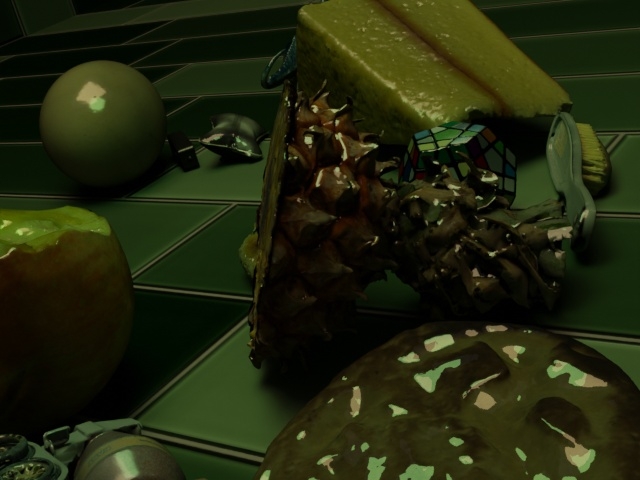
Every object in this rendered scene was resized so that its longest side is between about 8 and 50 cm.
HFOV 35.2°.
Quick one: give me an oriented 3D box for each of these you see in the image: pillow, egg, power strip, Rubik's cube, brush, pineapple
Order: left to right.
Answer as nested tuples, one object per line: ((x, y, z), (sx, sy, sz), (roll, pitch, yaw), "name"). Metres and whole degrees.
((-0.321, -0.175, 1.504), (0.185, 0.186, 0.242), (-14, 14, 1), "egg")
((-0.211, -0.138, 1.541), (0.029, 0.038, 0.111), (-21, 23, -11), "power strip")
((-0.128, -0.158, 1.512), (0.091, 0.055, 0.136), (-9, 25, 9), "pillow")
((0.082, 0.002, 0.884), (0.271, 0.263, 0.262), (7, 22, -6), "pineapple")
((0.142, -0.061, 1.054), (0.111, 0.133, 0.133), (12, 22, -7), "Rubik's cube")
((0.280, -0.063, 1.058), (0.060, 0.068, 0.297), (13, 28, 2), "brush")

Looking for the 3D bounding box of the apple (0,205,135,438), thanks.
((-0.286, 0.050, 0.897), (0.246, 0.246, 0.226), (-8, 19, 16), "apple")

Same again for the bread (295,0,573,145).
((0.144, -0.175, 1.342), (0.233, 0.245, 0.362), (-21, 48, -18), "bread")

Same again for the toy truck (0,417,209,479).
((-0.135, 0.189, 0.676), (0.140, 0.108, 0.256), (-15, 16, -36), "toy truck")

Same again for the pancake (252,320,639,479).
((0.092, 0.149, 0.693), (0.294, 0.050, 0.294), (-12, 27, 6), "pancake")

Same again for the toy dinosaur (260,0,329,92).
((-0.021, -0.305, 1.682), (0.076, 0.147, 0.363), (-6, 32, 26), "toy dinosaur")

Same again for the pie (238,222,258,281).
((0.000, 0.000, 1.096), (0.186, 0.041, 0.187), (-12, 24, 6), "pie")

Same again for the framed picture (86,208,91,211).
((-0.485, 0.049, 1.315), (0.264, 0.016, 0.347), (-5, 25, 21), "framed picture")
